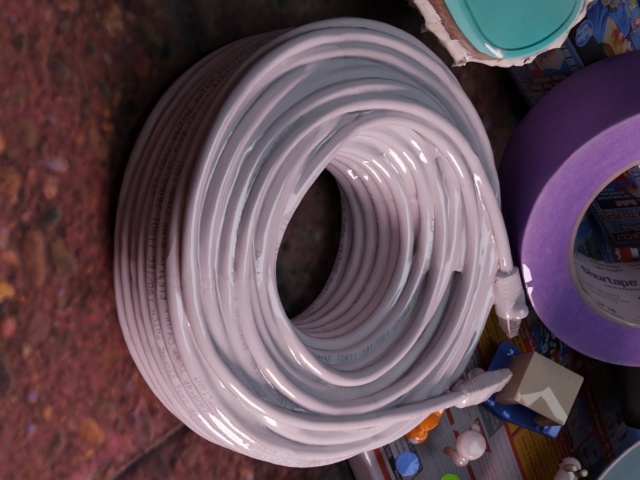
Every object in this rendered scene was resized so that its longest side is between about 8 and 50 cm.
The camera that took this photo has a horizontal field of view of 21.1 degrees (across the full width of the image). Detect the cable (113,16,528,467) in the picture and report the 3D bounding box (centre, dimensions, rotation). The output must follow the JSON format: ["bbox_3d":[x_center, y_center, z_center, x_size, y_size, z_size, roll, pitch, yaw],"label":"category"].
[{"bbox_3d":[0.000,0.000,0.980,0.257,0.089,0.257,-21,112,-38],"label":"cable"}]

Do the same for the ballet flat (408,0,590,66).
[{"bbox_3d":[0.038,-0.279,0.938,0.147,0.147,0.409,-42,127,-29],"label":"ballet flat"}]

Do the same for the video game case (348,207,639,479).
[{"bbox_3d":[0.138,0.115,1.177,0.285,0.025,0.204,-39,123,-31],"label":"video game case"}]

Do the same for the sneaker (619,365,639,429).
[{"bbox_3d":[0.321,0.061,1.236,0.314,0.136,0.115,-16,106,-51],"label":"sneaker"}]

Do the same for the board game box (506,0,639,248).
[{"bbox_3d":[0.213,-0.103,1.163,0.194,0.060,0.194,-42,118,-41],"label":"board game box"}]

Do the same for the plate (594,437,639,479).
[{"bbox_3d":[0.231,0.207,1.183,0.188,0.024,0.188,-12,113,-29],"label":"plate"}]

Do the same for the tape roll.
[{"bbox_3d":[0.209,-0.019,1.080,0.189,0.080,0.189,-4,120,-7],"label":"tape roll"}]

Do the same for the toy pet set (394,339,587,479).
[{"bbox_3d":[0.113,0.123,1.105,0.122,0.065,0.114,29,76,-10],"label":"toy pet set"}]
